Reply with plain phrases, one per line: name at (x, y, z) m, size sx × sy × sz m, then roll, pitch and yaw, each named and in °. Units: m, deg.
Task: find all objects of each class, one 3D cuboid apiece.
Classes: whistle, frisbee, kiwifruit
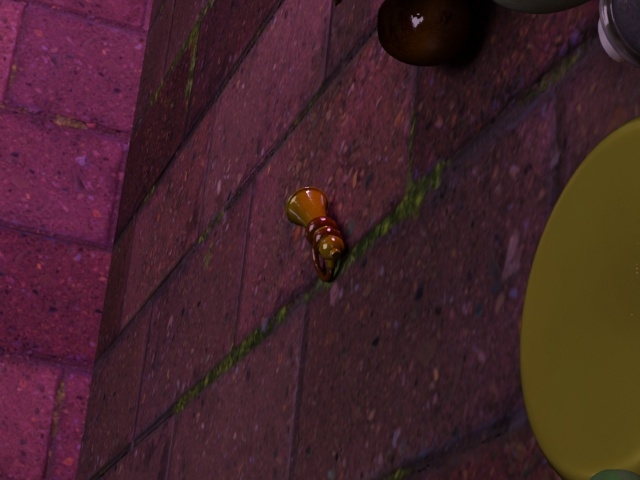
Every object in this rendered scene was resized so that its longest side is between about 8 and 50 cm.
whistle at (-0.005, -0.002, 1.336) m, size 0.057 × 0.046 × 0.109 m, roll -53°, pitch 32°, yaw 21°
frisbee at (0.178, 0.035, 0.789) m, size 0.236 × 0.017 × 0.236 m, roll -166°, pitch 90°, yaw -72°
kiwifruit at (0.089, -0.186, 1.130) m, size 0.124 × 0.075 × 0.075 m, roll -159°, pitch 82°, yaw -76°

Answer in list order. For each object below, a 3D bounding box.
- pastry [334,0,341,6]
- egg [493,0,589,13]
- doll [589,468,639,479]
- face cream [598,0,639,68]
pastry at (0.040, -0.408, 1.081) m, size 0.405 × 0.292 × 0.337 m, roll -95°, pitch 14°, yaw -49°
egg at (0.152, -0.257, 0.831) m, size 0.168 × 0.168 × 0.230 m, roll -153°, pitch 74°, yaw -72°
doll at (0.156, 0.192, 0.508) m, size 0.363 × 0.160 × 0.182 m, roll 175°, pitch 109°, yaw -71°
face cream at (0.230, -0.153, 0.675) m, size 0.283 × 0.073 × 0.073 m, roll 148°, pitch 133°, yaw -66°
